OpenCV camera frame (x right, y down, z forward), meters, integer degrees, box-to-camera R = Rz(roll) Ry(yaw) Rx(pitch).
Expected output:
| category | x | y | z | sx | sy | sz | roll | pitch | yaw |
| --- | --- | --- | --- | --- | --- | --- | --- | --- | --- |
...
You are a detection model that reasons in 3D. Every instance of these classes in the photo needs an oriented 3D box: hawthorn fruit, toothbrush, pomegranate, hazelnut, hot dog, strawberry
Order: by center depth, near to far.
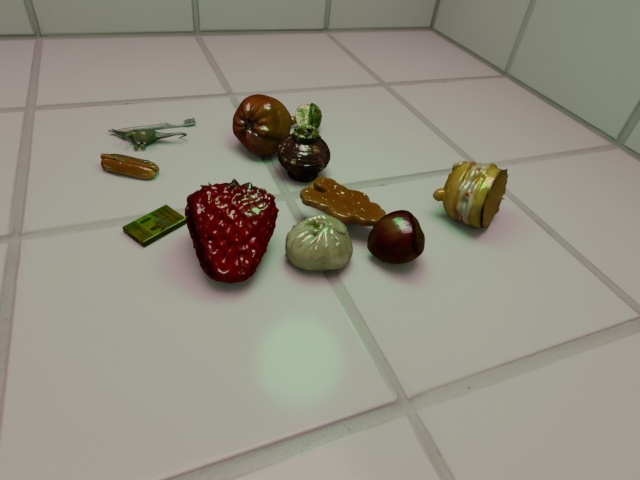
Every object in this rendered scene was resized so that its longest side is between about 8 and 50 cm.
| category | x | y | z | sx | sy | sz | roll | pitch | yaw |
| --- | --- | --- | --- | --- | --- | --- | --- | --- | --- |
| strawberry | -0.299 | -0.019 | 1.541 | 0.317 | 0.295 | 0.345 | 7 | 72 | -26 |
| hazelnut | 0.269 | -0.003 | 1.639 | 0.208 | 0.208 | 0.208 | 4 | 41 | -4 |
| hot dog | -0.804 | -0.318 | 1.912 | 0.249 | 0.068 | 0.100 | 12 | 40 | 4 |
| hawthorn fruit | -0.249 | -0.539 | 2.115 | 0.277 | 0.277 | 0.298 | 24 | 21 | 18 |
| toothbrush | -0.795 | -0.555 | 2.212 | 0.375 | 0.037 | 0.028 | -14 | 42 | -19 |
| pomegranate | -0.068 | -0.627 | 2.344 | 0.169 | 0.143 | 0.122 | -18 | -9 | 28 |

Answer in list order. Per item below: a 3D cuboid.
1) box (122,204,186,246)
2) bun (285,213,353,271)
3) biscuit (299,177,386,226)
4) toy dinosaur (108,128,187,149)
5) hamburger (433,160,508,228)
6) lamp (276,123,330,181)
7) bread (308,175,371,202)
| category | x | y | z | sx | sy | sz | roll | pitch | yaw |
| --- | --- | --- | --- | --- | --- | --- | --- | --- | --- |
| box | -0.608 | -0.057 | 1.676 | 0.121 | 0.030 | 0.193 | 31 | 47 | 24 |
| bun | 0.000 | 0.000 | 1.611 | 0.259 | 0.160 | 0.259 | 7 | 41 | -6 |
| biscuit | 0.090 | -0.140 | 1.750 | 0.333 | 0.047 | 0.202 | 25 | 43 | 17 |
| toy dinosaur | -0.808 | -0.478 | 2.088 | 0.362 | 0.076 | 0.147 | 0 | 35 | -3 |
| hamburger | 0.612 | -0.197 | 1.864 | 0.236 | 0.276 | 0.276 | 21 | 42 | 33 |
| lamp | -0.073 | -0.383 | 1.984 | 0.247 | 0.247 | 0.247 | 4 | 41 | -4 |
| bread | 0.079 | -0.172 | 1.876 | 0.271 | 0.077 | 0.139 | 30 | 46 | 23 |
